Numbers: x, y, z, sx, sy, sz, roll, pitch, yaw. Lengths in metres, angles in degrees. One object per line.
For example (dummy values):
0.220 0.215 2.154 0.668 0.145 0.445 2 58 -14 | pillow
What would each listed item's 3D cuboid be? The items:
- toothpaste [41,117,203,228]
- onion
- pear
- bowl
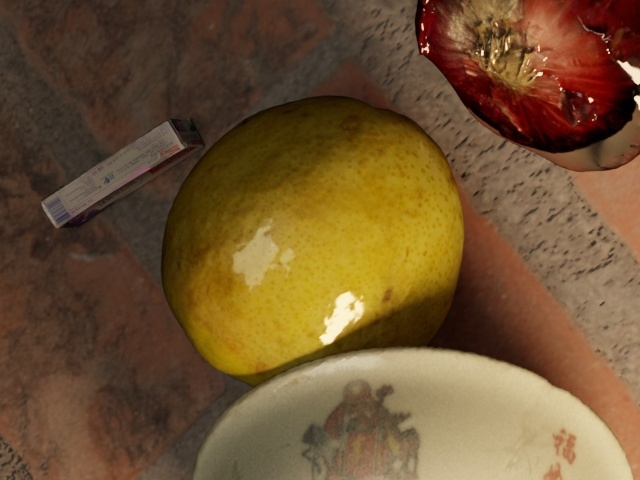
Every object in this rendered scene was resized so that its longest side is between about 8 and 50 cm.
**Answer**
-0.220 -0.073 1.988 0.196 0.047 0.040 -30 81 24 | toothpaste
0.233 -0.201 1.701 0.272 0.195 0.272 27 148 19 | onion
0.000 0.000 1.766 0.304 0.304 0.304 4 99 24 | pear
0.086 0.317 1.703 0.434 0.196 0.435 1 132 1 | bowl
